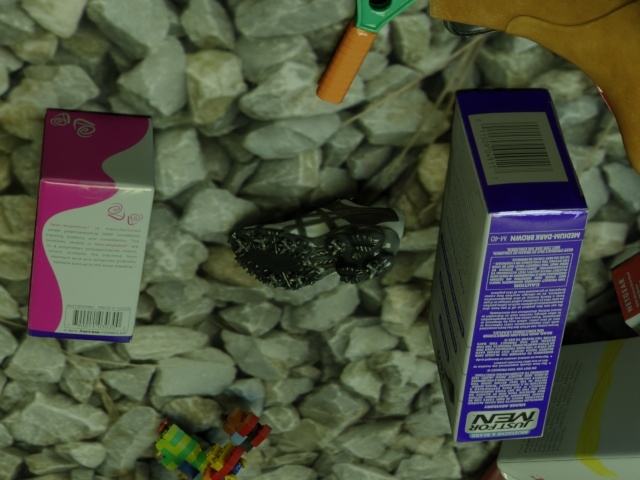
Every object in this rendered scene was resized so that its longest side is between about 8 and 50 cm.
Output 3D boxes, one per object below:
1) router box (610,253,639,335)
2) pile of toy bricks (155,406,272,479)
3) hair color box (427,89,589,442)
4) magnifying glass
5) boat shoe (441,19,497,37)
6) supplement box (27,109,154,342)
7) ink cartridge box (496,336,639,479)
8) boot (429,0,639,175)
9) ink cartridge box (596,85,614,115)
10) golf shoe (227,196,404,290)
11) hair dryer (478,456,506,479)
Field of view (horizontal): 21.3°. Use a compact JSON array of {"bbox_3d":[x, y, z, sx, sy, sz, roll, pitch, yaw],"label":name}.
[{"bbox_3d":[0.547,0.070,1.921,0.301,0.082,0.335,-35,128,24],"label":"router box"},{"bbox_3d":[-0.154,0.256,2.018,0.105,0.118,0.212,39,141,-3],"label":"pile of toy bricks"},{"bbox_3d":[0.188,0.032,1.769,0.110,0.185,0.339,-2,134,-7],"label":"hair color box"},{"bbox_3d":[0.053,-0.223,1.618,0.092,0.026,0.231,14,131,-19],"label":"magnifying glass"},{"bbox_3d":[0.221,-0.240,1.587,0.233,0.079,0.084,-17,135,11],"label":"boat shoe"},{"bbox_3d":[-0.234,-0.012,1.725,0.111,0.114,0.220,5,134,-10],"label":"supplement box"},{"bbox_3d":[0.423,0.230,1.873,0.279,0.160,0.384,31,157,-25],"label":"ink cartridge box"},{"bbox_3d":[0.203,-0.197,1.514,0.211,0.295,0.104,-2,178,11],"label":"boot"},{"bbox_3d":[0.457,-0.080,1.669,0.271,0.130,0.309,-28,111,20],"label":"ink cartridge box"},{"bbox_3d":[0.000,0.000,1.796,0.198,0.094,0.077,2,125,28],"label":"golf shoe"},{"bbox_3d":[0.277,0.348,2.183,0.223,0.080,0.293,-34,136,3],"label":"hair dryer"}]
